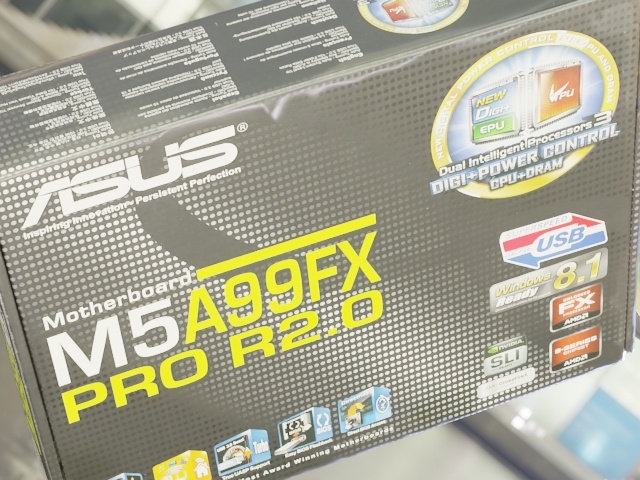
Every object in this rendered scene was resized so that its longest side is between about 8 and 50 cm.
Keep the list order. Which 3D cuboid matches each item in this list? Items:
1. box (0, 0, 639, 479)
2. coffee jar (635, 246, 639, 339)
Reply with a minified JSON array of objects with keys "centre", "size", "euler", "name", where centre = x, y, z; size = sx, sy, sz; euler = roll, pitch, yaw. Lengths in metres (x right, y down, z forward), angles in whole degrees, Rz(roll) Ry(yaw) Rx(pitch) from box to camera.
[{"centre":[0.000,0.000,0.783],"size":[0.216,0.270,0.060],"euler":[85,-18,-44],"name":"box"},{"centre":[0.244,0.009,1.104],"size":[0.096,0.079,0.184],"euler":[21,-26,-6],"name":"coffee jar"}]
